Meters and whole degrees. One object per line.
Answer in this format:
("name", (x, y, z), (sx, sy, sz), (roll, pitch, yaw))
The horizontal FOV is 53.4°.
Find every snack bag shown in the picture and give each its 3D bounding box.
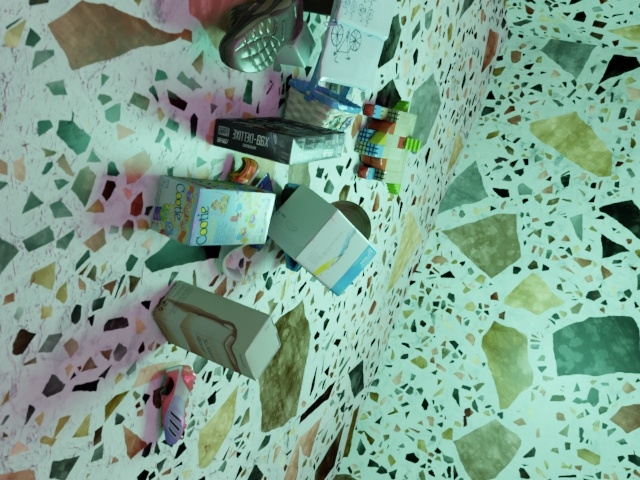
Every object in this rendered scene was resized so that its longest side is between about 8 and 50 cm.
("snack bag", (0.112, -0.590, 1.776), (0.323, 0.037, 0.343), (-10, 119, -58))

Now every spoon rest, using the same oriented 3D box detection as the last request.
("spoon rest", (-0.228, -0.004, 1.812), (0.084, 0.137, 0.276), (1, 124, -33))

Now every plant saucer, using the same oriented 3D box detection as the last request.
("plant saucer", (0.079, -0.041, 2.234), (0.036, 0.198, 0.199), (111, -1, -86))

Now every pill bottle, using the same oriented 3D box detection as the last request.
("pill bottle", (0.076, -0.538, 2.138), (0.078, 0.078, 0.137), (-24, 127, -59))

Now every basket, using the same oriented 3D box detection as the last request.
("basket", (0.024, -0.448, 1.940), (0.254, 0.201, 0.289), (-18, 132, -60))

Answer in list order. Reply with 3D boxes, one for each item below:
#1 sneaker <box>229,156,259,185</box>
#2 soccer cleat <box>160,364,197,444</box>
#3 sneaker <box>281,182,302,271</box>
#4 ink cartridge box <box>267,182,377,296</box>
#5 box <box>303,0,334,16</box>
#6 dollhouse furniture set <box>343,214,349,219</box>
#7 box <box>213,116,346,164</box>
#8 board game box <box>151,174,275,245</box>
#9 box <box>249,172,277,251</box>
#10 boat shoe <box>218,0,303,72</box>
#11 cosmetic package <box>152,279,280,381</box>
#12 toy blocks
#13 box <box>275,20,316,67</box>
("sneaker", (-0.237, -0.154, 1.783), (0.067, 0.064, 0.175), (26, 86, -31))
("soccer cleat", (-0.418, 0.463, 1.796), (0.095, 0.083, 0.248), (7, 107, -35))
("sneaker", (-0.073, -0.038, 2.094), (0.341, 0.125, 0.140), (81, 30, -45))
("ink cartridge box", (0.000, 0.000, 1.975), (0.197, 0.198, 0.270), (-49, 137, -1))
("box", (0.048, -0.827, 1.752), (0.143, 0.191, 0.381), (-44, 143, -46))
("dollhouse furniture set", (0.022, -0.037, 2.344), (0.184, 0.129, 0.129), (103, 5, -87))
("box", (-0.103, -0.279, 1.742), (0.307, 0.242, 0.077), (-22, 125, -60))
("board game box", (-0.266, -0.074, 1.610), (0.275, 0.142, 0.144), (-1, 107, -55))
("box", (-0.185, -0.089, 1.940), (0.136, 0.036, 0.225), (-54, 152, -35))
("boat shoe", (-0.165, -0.520, 1.591), (0.355, 0.130, 0.132), (-53, 153, -48))
("cosmetic package", (-0.270, 0.233, 1.665), (0.129, 0.296, 0.153), (-56, 151, -33))
("toy blocks", (0.246, -0.379, 2.525), (0.261, 0.190, 0.381), (-3, 108, -52))
("box", (-0.083, -0.550, 1.769), (0.087, 0.102, 0.101), (-67, 156, -16))
